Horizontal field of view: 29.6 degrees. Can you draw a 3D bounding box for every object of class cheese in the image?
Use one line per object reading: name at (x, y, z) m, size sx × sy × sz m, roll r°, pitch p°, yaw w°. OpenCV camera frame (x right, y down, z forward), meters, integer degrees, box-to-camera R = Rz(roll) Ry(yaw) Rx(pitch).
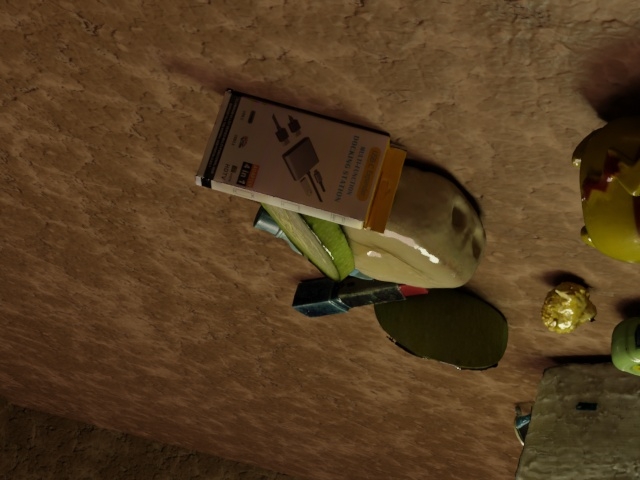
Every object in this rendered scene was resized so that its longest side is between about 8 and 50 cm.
cheese at (0.110, -0.013, 1.653) m, size 0.235 × 0.117 × 0.218 m, roll 31°, pitch 157°, yaw -23°

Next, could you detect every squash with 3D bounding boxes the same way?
squash at (-0.030, -0.038, 1.653) m, size 0.219 × 0.041 × 0.219 m, roll 49°, pitch 171°, yaw 11°
squash at (0.185, 0.157, 1.967) m, size 0.237 × 0.155 × 0.204 m, roll 13°, pitch 156°, yaw 8°

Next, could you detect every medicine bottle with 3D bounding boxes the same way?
medicine bottle at (0.000, 0.000, 1.850) m, size 0.209 × 0.053 × 0.090 m, roll 23°, pitch 159°, yaw -11°

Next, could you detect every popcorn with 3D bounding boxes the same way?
popcorn at (0.365, 0.093, 1.800) m, size 0.084 × 0.084 × 0.084 m, roll 15°, pitch 158°, yaw 6°

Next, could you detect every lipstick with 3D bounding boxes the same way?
lipstick at (0.073, 0.084, 2.008) m, size 0.051 × 0.051 × 0.312 m, roll 34°, pitch 151°, yaw -32°

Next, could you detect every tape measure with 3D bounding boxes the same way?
tape measure at (0.512, 0.157, 1.800) m, size 0.154 × 0.087 × 0.177 m, roll 5°, pitch 160°, yaw -2°

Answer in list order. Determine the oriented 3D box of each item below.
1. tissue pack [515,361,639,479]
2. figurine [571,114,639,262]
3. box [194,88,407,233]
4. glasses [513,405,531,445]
tissue pack at (0.577, 0.394, 2.109) m, size 0.416 × 0.253 × 0.264 m, roll 32°, pitch 155°, yaw -36°
figurine at (0.414, -0.070, 1.235) m, size 0.327 × 0.218 × 0.169 m, roll -6°, pitch -170°, yaw 32°
box at (-0.022, -0.100, 1.525) m, size 0.247 × 0.129 × 0.033 m, roll 15°, pitch 160°, yaw 3°
glasses at (0.501, 0.385, 2.363) m, size 0.190 × 0.088 × 0.220 m, roll 27°, pitch 156°, yaw -23°
